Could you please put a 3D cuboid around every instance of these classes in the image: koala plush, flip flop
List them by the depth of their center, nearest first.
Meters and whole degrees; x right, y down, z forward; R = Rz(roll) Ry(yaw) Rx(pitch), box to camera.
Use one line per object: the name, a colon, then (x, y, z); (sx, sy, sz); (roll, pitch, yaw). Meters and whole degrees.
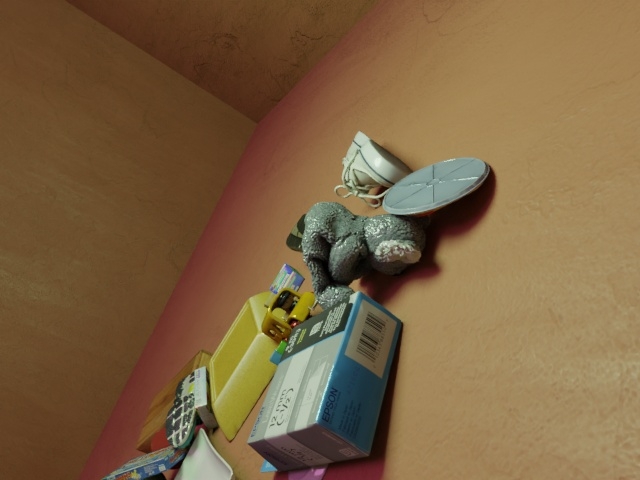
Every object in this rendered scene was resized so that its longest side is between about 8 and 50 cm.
koala plush: (0.097, 0.007, 0.972); (0.221, 0.203, 0.196); (-11, 22, 29)
flip flop: (0.000, 0.000, 1.352); (0.277, 0.080, 0.112); (16, 72, 54)

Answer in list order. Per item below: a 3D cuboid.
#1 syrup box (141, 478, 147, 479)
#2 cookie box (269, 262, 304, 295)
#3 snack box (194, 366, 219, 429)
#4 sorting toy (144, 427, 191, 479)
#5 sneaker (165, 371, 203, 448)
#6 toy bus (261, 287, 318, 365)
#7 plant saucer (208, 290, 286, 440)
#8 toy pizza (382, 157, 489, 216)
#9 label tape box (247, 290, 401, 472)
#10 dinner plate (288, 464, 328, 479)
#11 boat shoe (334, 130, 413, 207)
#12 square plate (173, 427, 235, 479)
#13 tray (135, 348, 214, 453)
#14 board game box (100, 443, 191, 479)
syrup box: (-0.497, 0.755, 1.320); (0.093, 0.096, 0.236); (102, -169, -82)
cookie box: (-0.096, 0.122, 1.446); (0.091, 0.040, 0.107); (-59, 21, 1)
snack box: (-0.319, 0.440, 1.433); (0.037, 0.100, 0.141); (-17, 35, -3)
sorting toy: (-0.475, 0.691, 1.526); (0.365, 0.127, 0.126); (-59, -9, 10)
sneaker: (-0.361, 0.488, 1.470); (0.107, 0.110, 0.275); (-34, 19, 13)
toy bus: (-0.077, 0.163, 1.181); (0.202, 0.104, 0.191); (-61, -2, 11)
plant saucer: (-0.212, 0.312, 1.405); (0.332, 0.081, 0.333); (-58, 20, 6)
toy pizza: (0.211, -0.093, 0.939); (0.201, 0.032, 0.201); (-23, 22, 10)
label tape box: (-0.023, 0.271, 0.939); (0.348, 0.115, 0.249); (-35, 25, 46)
dinner plate: (-0.024, 0.396, 0.941); (0.141, 0.017, 0.141); (-48, 22, 27)
boat shoe: (0.103, -0.158, 1.225); (0.156, 0.136, 0.367); (-55, 18, 13)
square plate: (-0.313, 0.661, 1.212); (0.344, 0.049, 0.347); (-65, 21, -14)
tray: (-0.496, 0.558, 1.750); (0.411, 0.076, 0.202); (-44, 26, 35)
board game box: (-0.467, 0.608, 1.386); (0.201, 0.035, 0.136); (-23, -6, 12)
